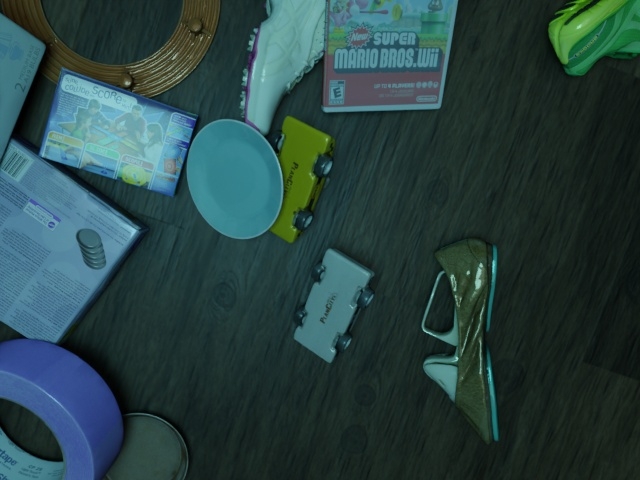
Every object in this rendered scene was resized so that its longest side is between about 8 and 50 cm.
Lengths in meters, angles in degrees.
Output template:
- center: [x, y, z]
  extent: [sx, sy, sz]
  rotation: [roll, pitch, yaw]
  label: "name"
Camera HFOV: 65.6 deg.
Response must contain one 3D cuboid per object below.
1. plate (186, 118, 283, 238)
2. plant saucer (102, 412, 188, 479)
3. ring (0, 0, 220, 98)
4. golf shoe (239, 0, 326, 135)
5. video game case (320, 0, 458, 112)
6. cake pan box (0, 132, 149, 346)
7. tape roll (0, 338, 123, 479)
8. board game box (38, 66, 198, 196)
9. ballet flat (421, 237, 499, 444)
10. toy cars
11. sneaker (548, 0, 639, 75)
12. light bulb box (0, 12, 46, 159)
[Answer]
- center: [-0.132, -0.095, 0.776]
  extent: [0.188, 0.024, 0.188]
  rotation: [10, 111, 26]
  label: "plate"
- center: [-0.308, 0.369, 0.845]
  extent: [0.168, 0.029, 0.169]
  rotation: [0, 95, -4]
  label: "plant saucer"
- center: [-0.325, -0.386, 0.764]
  extent: [0.336, 0.032, 0.337]
  rotation: [-1, 96, -5]
  label: "ring"
- center: [-0.037, -0.300, 0.758]
  extent: [0.140, 0.115, 0.307]
  rotation: [15, 96, -9]
  label: "golf shoe"
- center: [0.106, -0.336, 0.733]
  extent: [0.203, 0.025, 0.285]
  rotation: [-6, 120, -15]
  label: "video game case"
- center: [-0.453, 0.001, 0.777]
  extent: [0.266, 0.070, 0.246]
  rotation: [36, 90, -7]
  label: "cake pan box"
- center: [-0.451, 0.293, 0.759]
  extent: [0.274, 0.090, 0.275]
  rotation: [2, 107, 7]
  label: "tape roll"
- center: [-0.307, -0.163, 0.766]
  extent: [0.201, 0.035, 0.136]
  rotation: [18, 97, -17]
  label: "board game box"
- center: [0.234, 0.167, 0.835]
  extent: [0.124, 0.116, 0.343]
  rotation: [-1, 96, 16]
  label: "ballet flat"
- center: [0.000, 0.000, 0.798]
  extent: [0.176, 0.087, 0.394]
  rotation: [-11, 100, 33]
  label: "toy cars"
- center: [0.500, -0.368, 0.809]
  extent: [0.295, 0.109, 0.124]
  rotation: [-29, 123, -4]
  label: "sneaker"
- center: [-0.585, -0.181, 0.565]
  extent: [0.225, 0.361, 0.358]
  rotation: [20, 89, 9]
  label: "light bulb box"
